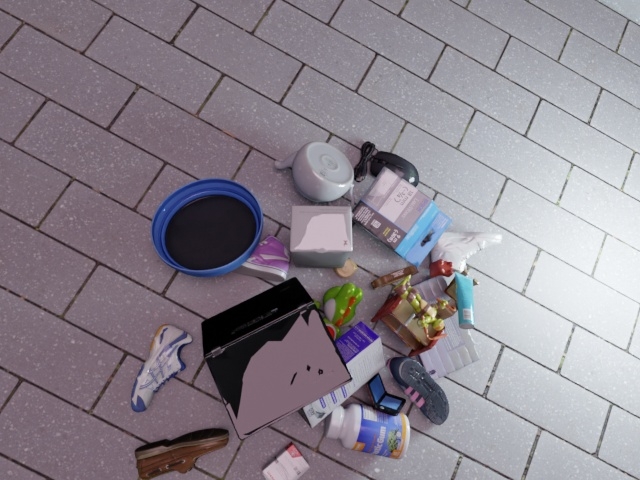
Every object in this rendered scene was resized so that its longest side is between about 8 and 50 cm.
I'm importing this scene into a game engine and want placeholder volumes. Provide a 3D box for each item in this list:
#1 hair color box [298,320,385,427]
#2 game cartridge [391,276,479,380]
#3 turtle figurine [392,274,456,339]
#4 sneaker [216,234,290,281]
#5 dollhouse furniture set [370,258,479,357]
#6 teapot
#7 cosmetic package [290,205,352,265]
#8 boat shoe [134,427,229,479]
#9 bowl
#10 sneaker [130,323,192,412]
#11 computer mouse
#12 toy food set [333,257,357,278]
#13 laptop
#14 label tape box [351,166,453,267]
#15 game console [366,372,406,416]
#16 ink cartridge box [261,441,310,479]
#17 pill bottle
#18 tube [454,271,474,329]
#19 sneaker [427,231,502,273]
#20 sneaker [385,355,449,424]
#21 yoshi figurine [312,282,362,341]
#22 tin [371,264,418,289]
[{"bbox_3d":[0.055,0.447,1.511,0.339,0.185,0.110,-35,45,-21],"label":"hair color box"},{"bbox_3d":[0.441,0.329,1.724,0.230,0.068,0.354,-19,82,-17],"label":"game cartridge"},{"bbox_3d":[0.343,0.219,1.500,0.217,0.087,0.270,50,36,10],"label":"turtle figurine"},{"bbox_3d":[-0.250,0.044,1.662,0.282,0.102,0.160,16,65,-9],"label":"sneaker"},{"bbox_3d":[0.388,0.222,1.657,0.201,0.152,0.374,45,58,3],"label":"dollhouse furniture set"},{"bbox_3d":[-0.007,-0.236,1.713,0.253,0.187,0.255,-3,59,-37],"label":"teapot"},{"bbox_3d":[0.000,0.000,1.552,0.197,0.365,0.155,1,78,-2],"label":"cosmetic package"},{"bbox_3d":[-0.446,0.702,1.481,0.308,0.111,0.104,-12,84,-2],"label":"boat shoe"},{"bbox_3d":[-0.395,-0.046,1.596,0.392,0.077,0.390,-1,59,1],"label":"bowl"},{"bbox_3d":[-0.530,0.438,1.514,0.131,0.112,0.296,20,76,-5],"label":"sneaker"},{"bbox_3d":[0.281,-0.289,1.822,0.272,0.072,0.188,20,75,-4],"label":"computer mouse"},{"bbox_3d":[0.095,0.105,1.734,0.083,0.020,0.083,40,75,1],"label":"toy food set"},{"bbox_3d":[-0.165,0.358,1.493,0.382,0.408,0.236,-25,110,-9],"label":"laptop"},{"bbox_3d":[0.309,-0.088,1.719,0.334,0.106,0.240,36,92,7],"label":"label tape box"},{"bbox_3d":[0.234,0.540,1.590,0.124,0.144,0.085,11,98,23],"label":"game console"},{"bbox_3d":[-0.119,0.776,1.536,0.135,0.056,0.099,-36,85,-15],"label":"ink cartridge box"},{"bbox_3d":[0.156,0.652,1.558,0.272,0.152,0.152,14,76,-6],"label":"pill bottle"},{"bbox_3d":[0.514,0.211,1.597,0.080,0.052,0.207,24,54,-21],"label":"tube"},{"bbox_3d":[0.577,0.053,1.787,0.293,0.108,0.169,-2,80,0],"label":"sneaker"},{"bbox_3d":[0.356,0.539,1.648,0.112,0.131,0.319,-41,109,-22],"label":"sneaker"},{"bbox_3d":[0.022,0.308,1.629,0.203,0.204,0.362,34,88,40],"label":"yoshi figurine"},{"bbox_3d":[0.282,0.140,1.714,0.190,0.106,0.040,-19,74,-13],"label":"tin"}]
